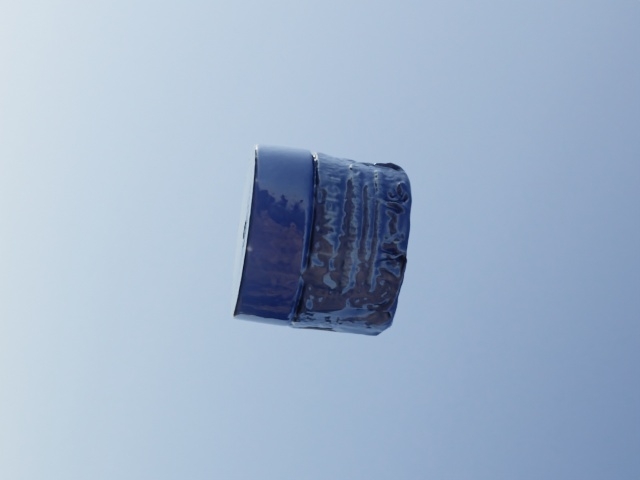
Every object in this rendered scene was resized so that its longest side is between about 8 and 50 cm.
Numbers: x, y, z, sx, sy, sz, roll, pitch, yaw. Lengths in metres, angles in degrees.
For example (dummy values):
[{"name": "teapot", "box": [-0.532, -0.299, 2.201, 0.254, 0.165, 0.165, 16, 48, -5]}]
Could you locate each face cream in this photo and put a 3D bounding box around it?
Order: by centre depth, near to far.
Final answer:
[{"name": "face cream", "box": [0.000, 0.000, 1.784, 0.249, 0.225, 0.249, -174, -90, -82]}]
